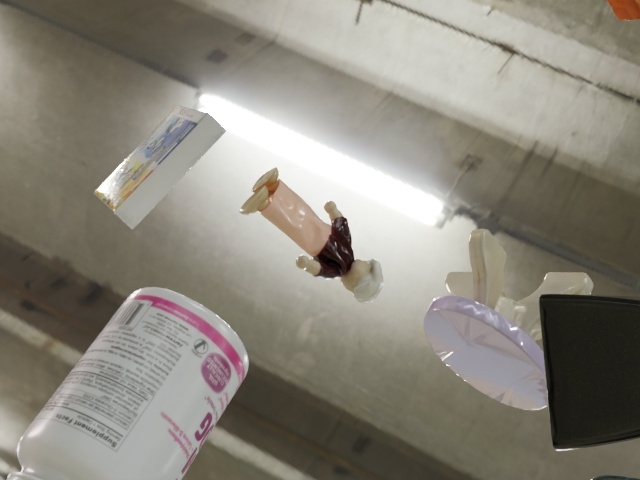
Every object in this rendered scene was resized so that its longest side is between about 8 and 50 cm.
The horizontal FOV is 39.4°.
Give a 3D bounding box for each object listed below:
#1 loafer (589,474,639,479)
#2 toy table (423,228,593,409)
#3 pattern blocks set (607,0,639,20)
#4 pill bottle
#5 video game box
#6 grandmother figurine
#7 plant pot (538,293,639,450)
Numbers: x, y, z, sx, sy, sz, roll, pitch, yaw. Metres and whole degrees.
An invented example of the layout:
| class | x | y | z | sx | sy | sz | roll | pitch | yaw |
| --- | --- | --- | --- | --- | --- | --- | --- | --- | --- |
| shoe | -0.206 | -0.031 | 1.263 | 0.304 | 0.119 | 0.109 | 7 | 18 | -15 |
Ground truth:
| class | x | y | z | sx | sy | sz | roll | pitch | yaw |
| --- | --- | --- | --- | --- | --- | --- | --- | --- | --- |
| loafer | 0.489 | 0.382 | 1.195 | 0.268 | 0.096 | 0.084 | 8 | -48 | 28 |
| toy table | 0.280 | 0.121 | 1.378 | 0.252 | 0.161 | 0.274 | 7 | -33 | 35 |
| pattern blocks set | 0.460 | -0.434 | 1.222 | 0.325 | 0.026 | 0.285 | 45 | -35 | 20 |
| pill bottle | -0.208 | 0.201 | 0.934 | 0.160 | 0.283 | 0.160 | 21 | -35 | 16 |
| video game box | -0.253 | -0.120 | 1.389 | 0.048 | 0.205 | 0.187 | 45 | -9 | -22 |
| grandmother figurine | 0.000 | 0.000 | 1.820 | 0.342 | 0.208 | 0.104 | 43 | -38 | -17 |
| plant pot | 0.391 | 0.153 | 1.085 | 0.167 | 0.187 | 0.188 | -9 | -100 | 42 |
